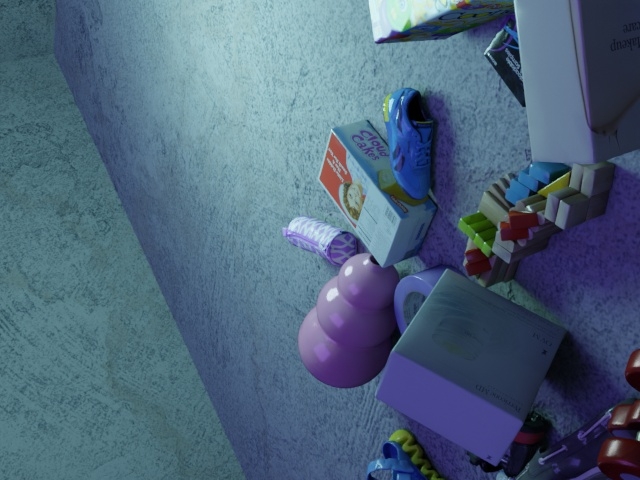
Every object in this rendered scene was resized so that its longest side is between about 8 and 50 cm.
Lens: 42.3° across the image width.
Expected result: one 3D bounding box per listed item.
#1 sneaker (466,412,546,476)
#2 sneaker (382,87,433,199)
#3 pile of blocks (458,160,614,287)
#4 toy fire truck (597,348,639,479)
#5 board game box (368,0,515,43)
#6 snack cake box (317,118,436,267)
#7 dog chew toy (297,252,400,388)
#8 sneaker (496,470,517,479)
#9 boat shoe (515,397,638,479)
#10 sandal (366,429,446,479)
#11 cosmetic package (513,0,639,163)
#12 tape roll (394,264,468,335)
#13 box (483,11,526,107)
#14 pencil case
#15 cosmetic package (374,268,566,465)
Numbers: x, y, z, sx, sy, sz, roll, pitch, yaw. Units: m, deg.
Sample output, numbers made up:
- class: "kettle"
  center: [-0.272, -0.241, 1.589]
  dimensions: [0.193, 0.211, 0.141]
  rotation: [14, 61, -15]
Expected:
- class: "sneaker"
  center: [0.297, 0.355, 1.547]
  dimensions: [0.276, 0.098, 0.135]
  rotation: [17, 102, 57]
- class: "sneaker"
  center: [0.172, -0.175, 1.512]
  dimensions: [0.082, 0.069, 0.209]
  rotation: [5, 111, 56]
- class: "pile of blocks"
  center: [0.302, -0.038, 1.308]
  dimensions: [0.149, 0.113, 0.362]
  rotation: [64, 151, 15]
- class: "toy fire truck"
  center: [0.519, 0.259, 1.029]
  dimensions: [0.254, 0.169, 0.302]
  rotation: [34, 155, -15]
- class: "board game box"
  center: [0.195, -0.392, 1.221]
  dimensions: [0.275, 0.142, 0.144]
  rotation: [0, 100, 65]
- class: "snack cake box"
  center: [0.106, -0.096, 1.657]
  dimensions: [0.264, 0.089, 0.152]
  rotation: [55, 150, 29]
- class: "dog chew toy"
  center: [0.073, 0.162, 1.769]
  dimensions: [0.206, 0.207, 0.331]
  rotation: [51, 139, 34]
- class: "sneaker"
  center: [0.364, 0.460, 1.549]
  dimensions: [0.083, 0.071, 0.190]
  rotation: [57, 150, 37]
- class: "boat shoe"
  center: [0.423, 0.347, 1.344]
  dimensions: [0.335, 0.112, 0.095]
  rotation: [131, 134, -53]
- class: "sandal"
  center: [0.214, 0.563, 1.812]
  dimensions: [0.317, 0.138, 0.126]
  rotation: [41, 138, 42]
- class: "cosmetic package"
  center: [0.342, -0.265, 1.049]
  dimensions: [0.113, 0.160, 0.309]
  rotation: [12, 118, 58]
- class: "tape roll"
  center: [0.228, 0.146, 1.591]
  dimensions: [0.189, 0.080, 0.189]
  rotation: [39, 138, 45]
- class: "box"
  center: [0.314, -0.292, 1.223]
  dimensions: [0.116, 0.029, 0.162]
  rotation: [60, 151, 22]
- class: "pencil case"
  center: [0.000, 0.000, 1.911]
  dimensions: [0.206, 0.088, 0.086]
  rotation: [22, 123, 57]
- class: "cosmetic package"
  center: [0.246, 0.201, 1.353]
  dimensions: [0.224, 0.224, 0.138]
  rotation: [27, 138, 14]
